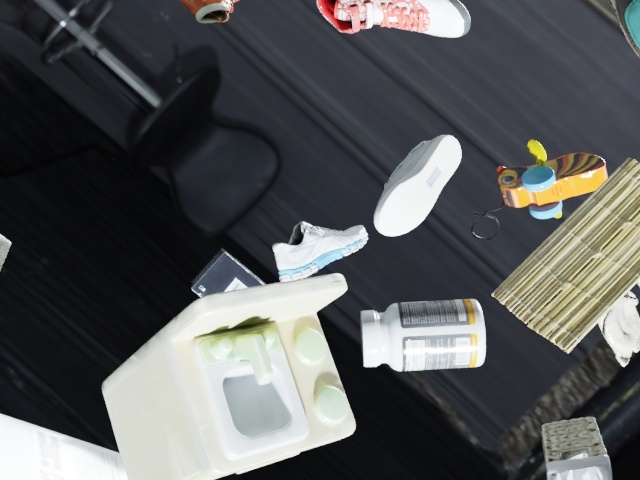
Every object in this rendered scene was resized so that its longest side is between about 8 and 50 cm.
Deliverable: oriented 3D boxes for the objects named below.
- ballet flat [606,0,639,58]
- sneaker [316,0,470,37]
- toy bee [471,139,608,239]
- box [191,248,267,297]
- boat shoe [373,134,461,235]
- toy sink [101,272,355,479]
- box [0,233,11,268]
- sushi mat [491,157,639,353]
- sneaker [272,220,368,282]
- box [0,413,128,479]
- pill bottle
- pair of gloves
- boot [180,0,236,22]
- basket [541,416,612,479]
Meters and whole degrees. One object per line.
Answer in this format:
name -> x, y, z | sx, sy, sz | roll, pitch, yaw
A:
ballet flat -> 0.455, -0.331, 1.193 | 0.108, 0.315, 0.106 | -32, 150, 25
sneaker -> 0.122, -0.404, 1.548 | 0.145, 0.270, 0.090 | -44, 155, -28
toy bee -> 0.448, -0.130, 1.856 | 0.162, 0.299, 0.195 | -108, -164, -55
box -> -0.151, 0.099, 1.600 | 0.093, 0.156, 0.158 | -50, -172, -5
boat shoe -> 0.120, -0.077, 1.178 | 0.063, 0.066, 0.184 | -1, -131, 53
toy sink -> -0.072, 0.140, 0.774 | 0.153, 0.131, 0.234 | -8, 160, -38
box -> -0.624, -0.016, 1.265 | 0.121, 0.311, 0.147 | -9, -126, 29
sushi mat -> 0.417, 0.017, 1.296 | 0.316, 0.151, 0.019 | -44, 146, -5
sneaker -> 0.000, 0.000, 1.418 | 0.191, 0.082, 0.071 | -27, -174, -38
box -> -0.336, 0.368, 1.166 | 0.058, 0.322, 0.232 | -47, -142, 16
pill bottle -> 0.235, 0.222, 2.018 | 0.162, 0.279, 0.162 | -3, 90, -89
pair of gloves -> 0.520, 0.074, 1.450 | 0.042, 0.204, 0.240 | -5, -148, 45
boot -> -0.149, -0.350, 1.258 | 0.059, 0.084, 0.158 | -41, 172, 32
basket -> 0.472, 0.413, 1.605 | 0.167, 0.113, 0.103 | 68, 15, -46
